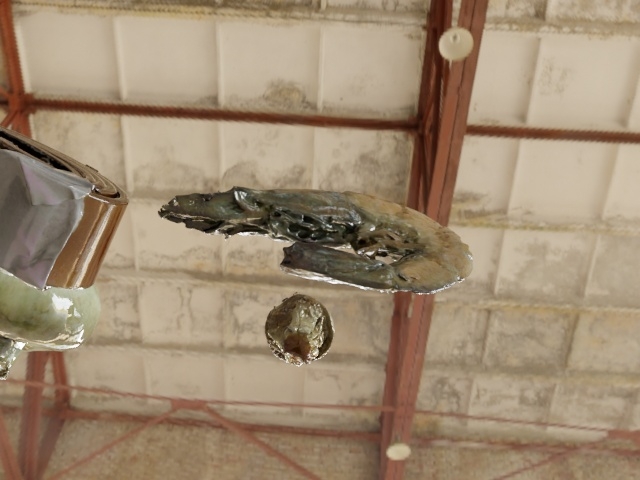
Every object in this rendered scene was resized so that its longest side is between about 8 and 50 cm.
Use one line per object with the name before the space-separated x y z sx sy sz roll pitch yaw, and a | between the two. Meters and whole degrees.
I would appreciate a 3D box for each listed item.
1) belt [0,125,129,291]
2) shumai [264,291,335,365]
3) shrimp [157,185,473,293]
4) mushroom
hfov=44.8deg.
belt | -0.358 -0.059 0.876 0.217 0.339 0.122 16 -81 -54
shumai | -0.046 0.175 1.451 0.146 0.116 0.145 3 -80 18
shrimp | 0.000 0.000 1.070 0.445 0.272 0.085 8 -66 -12
mushroom | -0.595 0.116 1.454 0.352 0.260 0.352 11 -23 5
